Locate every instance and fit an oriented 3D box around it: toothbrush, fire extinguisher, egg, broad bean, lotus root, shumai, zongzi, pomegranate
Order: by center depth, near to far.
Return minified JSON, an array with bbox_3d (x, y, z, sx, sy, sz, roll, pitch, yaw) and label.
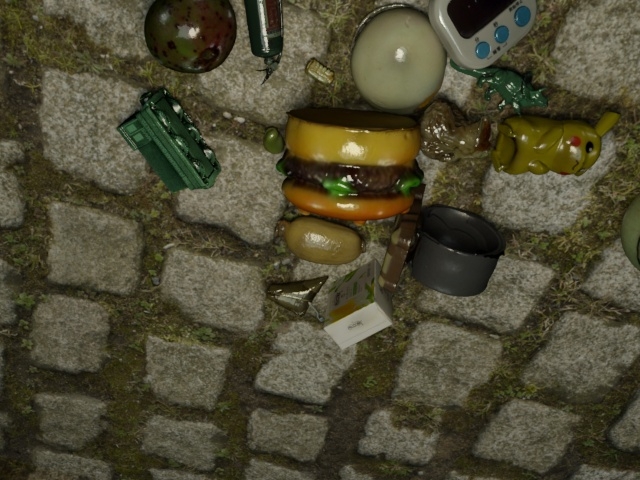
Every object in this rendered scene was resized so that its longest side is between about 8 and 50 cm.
[{"bbox_3d":[-0.366,-0.573,1.475,0.306,0.242,0.242,40,117,6],"label":"pomegranate"},{"bbox_3d":[0.202,-0.459,1.506,0.264,0.174,0.286,10,123,3],"label":"egg"},{"bbox_3d":[-0.148,-0.572,1.518,0.093,0.118,0.294,18,127,36],"label":"fire extinguisher"},{"bbox_3d":[0.374,-0.287,1.558,0.206,0.176,0.166,21,98,-44],"label":"shumai"},{"bbox_3d":[-0.141,-0.296,1.704,0.063,0.045,0.083,-15,126,0],"label":"broad bean"},{"bbox_3d":[-0.001,0.003,1.808,0.304,0.130,0.146,14,119,-3],"label":"lotus root"},{"bbox_3d":[-0.084,0.158,1.939,0.160,0.078,0.176,28,109,-15],"label":"zongzi"},{"bbox_3d":[-0.017,0.249,1.974,0.017,0.014,0.162,-36,146,-2],"label":"toothbrush"}]

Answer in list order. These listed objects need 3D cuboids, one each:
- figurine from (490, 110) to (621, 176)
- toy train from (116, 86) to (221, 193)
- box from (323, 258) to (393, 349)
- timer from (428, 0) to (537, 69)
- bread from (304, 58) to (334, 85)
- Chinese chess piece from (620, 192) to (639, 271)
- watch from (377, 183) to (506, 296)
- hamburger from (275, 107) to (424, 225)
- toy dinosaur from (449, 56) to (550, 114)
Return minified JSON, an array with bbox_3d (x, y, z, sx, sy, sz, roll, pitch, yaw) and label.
[{"bbox_3d":[0.645,-0.258,1.588,0.327,0.169,0.218,7,136,4],"label":"figurine"},{"bbox_3d":[-0.447,-0.281,1.693,0.178,0.138,0.330,-19,119,25],"label":"toy train"},{"bbox_3d":[0.125,0.202,1.837,0.194,0.260,0.111,-31,113,20],"label":"box"},{"bbox_3d":[0.405,-0.578,1.429,0.262,0.087,0.237,-40,110,-4],"label":"timer"},{"bbox_3d":[-0.002,-0.470,1.596,0.088,0.033,0.049,27,104,-15],"label":"bread"},{"bbox_3d":[1.085,-0.029,1.687,0.350,0.146,0.349,2,120,4],"label":"Chinese chess piece"},{"bbox_3d":[0.362,0.035,1.681,0.327,0.335,0.314,17,120,7],"label":"watch"},{"bbox_3d":[0.070,-0.201,1.544,0.396,0.395,0.277,5,109,2],"label":"hamburger"},{"bbox_3d":[0.481,-0.417,1.556,0.292,0.079,0.120,12,103,3],"label":"toy dinosaur"}]
